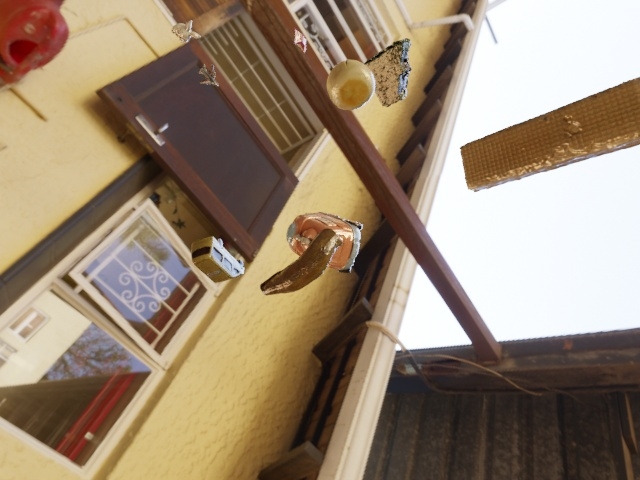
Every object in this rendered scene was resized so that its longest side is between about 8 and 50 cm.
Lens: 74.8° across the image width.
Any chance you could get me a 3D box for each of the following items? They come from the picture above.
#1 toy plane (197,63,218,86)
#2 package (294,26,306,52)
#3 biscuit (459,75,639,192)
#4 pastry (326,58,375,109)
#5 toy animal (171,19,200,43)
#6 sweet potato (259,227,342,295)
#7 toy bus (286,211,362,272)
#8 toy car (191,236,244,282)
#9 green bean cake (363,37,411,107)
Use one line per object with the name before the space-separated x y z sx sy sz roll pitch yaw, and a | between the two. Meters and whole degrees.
toy plane | -0.375 -0.553 1.417 0.078 0.083 0.031 -43 -173 27
package | -0.074 -0.711 1.487 0.029 0.059 0.083 3 178 26
biscuit | 0.555 -0.237 1.013 0.426 0.078 0.144 -18 -105 41
pastry | 0.097 -0.499 1.351 0.156 0.156 0.092 -32 -142 12
toy animal | -0.548 -0.839 1.692 0.085 0.071 0.124 -33 -141 -8
sweet potato | -0.053 0.079 1.206 0.285 0.085 0.112 -40 -139 15
toy bus | 0.000 0.000 1.540 0.287 0.232 0.194 25 -74 50
toy car | -0.391 0.096 1.618 0.101 0.257 0.124 -17 -129 13
green bean cake | 0.298 -0.659 1.657 0.193 0.208 0.107 -18 -163 37
